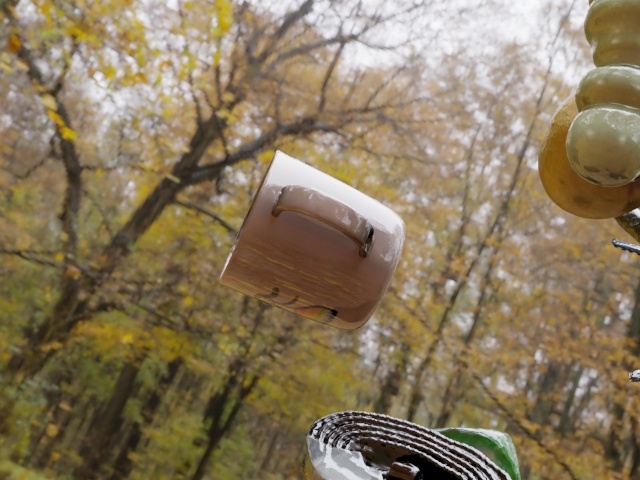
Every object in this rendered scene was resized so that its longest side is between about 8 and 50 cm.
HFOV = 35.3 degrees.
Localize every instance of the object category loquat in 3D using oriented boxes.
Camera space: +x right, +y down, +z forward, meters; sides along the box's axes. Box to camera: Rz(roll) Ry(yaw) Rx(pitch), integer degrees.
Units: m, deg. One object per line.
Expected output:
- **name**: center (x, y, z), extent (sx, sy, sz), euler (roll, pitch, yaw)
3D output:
- **loquat**: center (0.564, -0.181, 2.010), extent (0.274, 0.275, 0.275), euler (22, -19, 8)

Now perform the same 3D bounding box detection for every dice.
- **dice**: center (0.266, 0.561, 2.191), extent (0.299, 0.287, 0.297), euler (-2, -15, -4)

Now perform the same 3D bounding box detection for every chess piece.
- **chess piece**: center (0.343, -0.175, 1.126), extent (0.133, 0.243, 0.133), euler (15, -16, 5)

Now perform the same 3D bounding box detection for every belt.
- **belt**: center (0.102, 0.343, 1.295), extent (0.289, 0.184, 0.164), euler (20, -55, 29)

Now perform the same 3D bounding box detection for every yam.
- **yam**: center (0.667, -0.018, 2.059), extent (0.061, 0.061, 0.274), euler (37, 13, -31)

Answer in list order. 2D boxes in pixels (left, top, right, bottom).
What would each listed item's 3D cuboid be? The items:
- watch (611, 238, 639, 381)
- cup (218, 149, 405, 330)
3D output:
- **watch**: center (0.652, 0.113, 1.718), extent (0.274, 0.068, 0.276), euler (-4, -70, 25)
- **cup**: center (0.000, 0.000, 1.304), extent (0.200, 0.192, 0.253), euler (24, -20, -5)
